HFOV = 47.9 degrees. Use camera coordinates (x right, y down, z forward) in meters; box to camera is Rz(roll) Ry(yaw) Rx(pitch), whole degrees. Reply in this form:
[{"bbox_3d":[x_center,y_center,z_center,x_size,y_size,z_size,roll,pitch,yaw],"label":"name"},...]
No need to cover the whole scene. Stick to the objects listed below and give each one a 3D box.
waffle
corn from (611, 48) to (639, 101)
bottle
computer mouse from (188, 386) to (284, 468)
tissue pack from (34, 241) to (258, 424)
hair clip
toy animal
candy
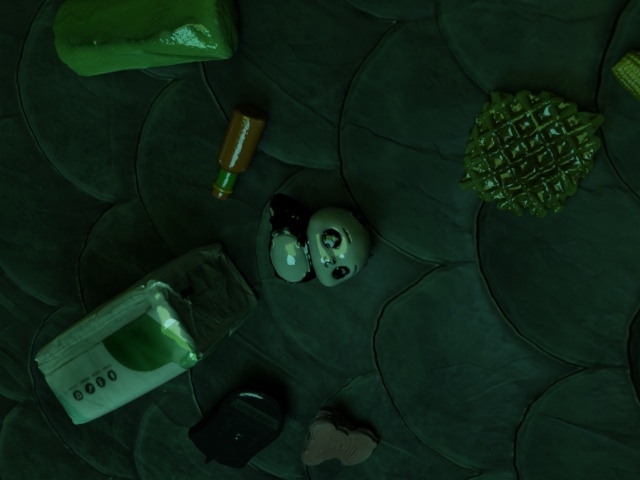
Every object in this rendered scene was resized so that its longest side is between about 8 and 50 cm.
[{"bbox_3d":[0.340,-0.143,1.184,0.207,0.054,0.214,17,118,10],"label":"waffle"},{"bbox_3d":[0.533,-0.215,1.085,0.203,0.072,0.072,39,115,6],"label":"corn"},{"bbox_3d":[-0.160,-0.160,1.349,0.069,0.069,0.187,30,116,9],"label":"bottle"},{"bbox_3d":[-0.170,0.385,1.519,0.147,0.088,0.264,37,116,-13],"label":"computer mouse"},{"bbox_3d":[-0.333,0.177,1.411,0.356,0.266,0.194,-30,95,26],"label":"tissue pack"},{"bbox_3d":[0.039,0.406,1.442,0.138,0.102,0.123,30,117,8],"label":"hair clip"},{"bbox_3d":[0.000,0.000,1.305,0.179,0.138,0.166,4,125,24],"label":"toy animal"},{"bbox_3d":[-0.319,-0.386,1.310,0.343,0.132,0.142,-1,64,18],"label":"candy"}]
